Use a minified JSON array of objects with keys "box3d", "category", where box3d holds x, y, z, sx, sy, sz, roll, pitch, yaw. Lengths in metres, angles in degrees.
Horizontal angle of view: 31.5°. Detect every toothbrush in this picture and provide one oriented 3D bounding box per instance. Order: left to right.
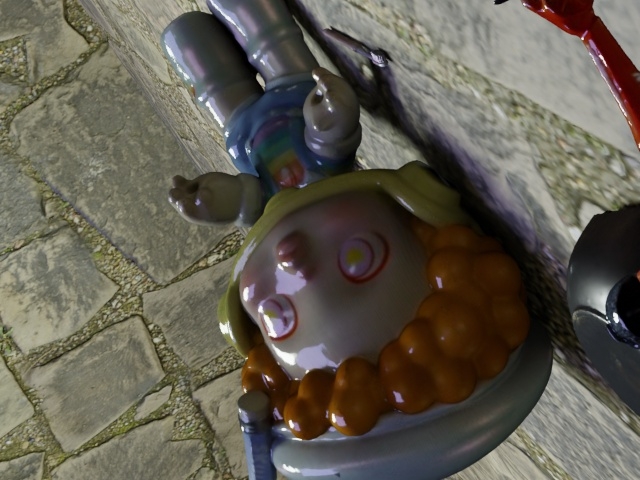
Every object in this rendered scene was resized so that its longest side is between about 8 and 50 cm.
[{"box3d":[0.021,-0.128,0.740,0.097,0.006,0.008,43,155,59],"category":"toothbrush"}]

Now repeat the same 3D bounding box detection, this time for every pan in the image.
[{"box3d":[0.168,0.069,0.536,0.128,0.048,0.202,47,171,41],"category":"pan"}]

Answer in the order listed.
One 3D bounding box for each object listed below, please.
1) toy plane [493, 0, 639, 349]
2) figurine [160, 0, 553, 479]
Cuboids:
[{"box3d":[0.121,-0.017,0.351,0.194,0.077,0.126,64,163,-9],"category":"toy plane"},{"box3d":[0.025,-0.017,0.803,0.205,0.224,0.382,14,-120,-65],"category":"figurine"}]
